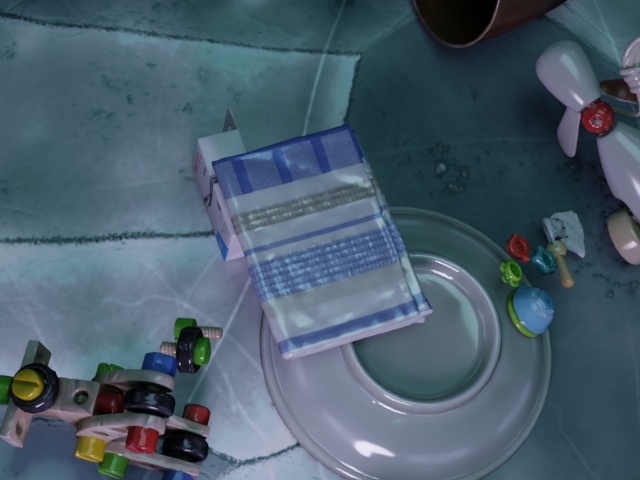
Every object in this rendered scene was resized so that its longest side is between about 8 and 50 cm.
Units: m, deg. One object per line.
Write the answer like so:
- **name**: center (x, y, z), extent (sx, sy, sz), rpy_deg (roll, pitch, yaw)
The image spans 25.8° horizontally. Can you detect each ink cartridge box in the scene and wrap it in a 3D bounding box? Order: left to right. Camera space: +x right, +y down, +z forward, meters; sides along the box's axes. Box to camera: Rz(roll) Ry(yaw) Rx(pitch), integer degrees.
- **ink cartridge box**: center (-0.125, -0.075, 1.860), extent (0.060, 0.104, 0.180), rpy_deg (-16, 73, -15)

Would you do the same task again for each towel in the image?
- **towel**: center (0.000, 0.000, 1.786), extent (0.209, 0.034, 0.285), rpy_deg (-17, 74, -17)

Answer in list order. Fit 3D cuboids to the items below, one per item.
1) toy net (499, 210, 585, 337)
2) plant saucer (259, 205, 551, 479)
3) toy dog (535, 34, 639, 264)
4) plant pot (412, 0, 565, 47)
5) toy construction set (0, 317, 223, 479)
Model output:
- **toy net**: center (0.296, 0.024, 1.898), extent (0.122, 0.045, 0.232), rpy_deg (47, 40, -12)
- **plant saucer**: center (0.124, 0.129, 1.835), extent (0.400, 0.100, 0.400), rpy_deg (4, 70, -10)
- **toy dog**: center (0.436, -0.140, 1.954), extent (0.220, 0.161, 0.333), rpy_deg (-11, 104, 24)
- **plant pot**: center (0.279, -0.402, 2.017), extent (0.230, 0.215, 0.215), rpy_deg (-14, 73, -31)
- **toy construction set**: center (-0.270, 0.249, 1.686), extent (0.237, 0.257, 0.309), rpy_deg (4, 92, 10)
